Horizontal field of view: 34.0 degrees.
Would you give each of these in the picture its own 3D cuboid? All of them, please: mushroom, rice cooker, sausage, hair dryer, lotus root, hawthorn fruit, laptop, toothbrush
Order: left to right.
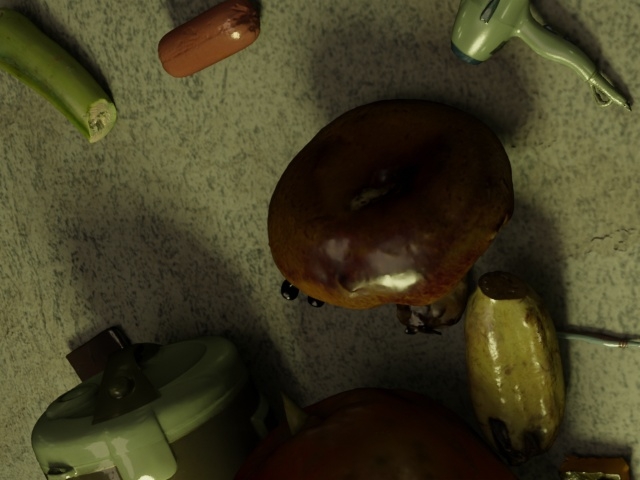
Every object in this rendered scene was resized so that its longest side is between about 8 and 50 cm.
[{"bbox_3d":[-0.317,0.247,1.700,0.154,0.026,0.207,-32,93,40],"label":"laptop"},{"bbox_3d":[-0.213,0.301,1.466,0.335,0.335,0.325,-14,104,40],"label":"rice cooker"},{"bbox_3d":[-0.137,-0.249,1.288,0.154,0.062,0.062,-18,101,40],"label":"sausage"},{"bbox_3d":[0.054,0.348,1.240,0.403,0.403,0.402,17,121,29],"label":"hawthorn fruit"},{"bbox_3d":[0.073,-0.032,1.169,0.267,0.267,0.254,42,164,12],"label":"mushroom"},{"bbox_3d":[0.221,0.144,1.190,0.110,0.097,0.258,-8,121,5],"label":"lotus root"},{"bbox_3d":[0.239,-0.230,1.034,0.199,0.067,0.167,23,119,13],"label":"hair dryer"},{"bbox_3d":[0.312,0.113,1.173,0.193,0.013,0.019,9,126,33],"label":"toothbrush"}]

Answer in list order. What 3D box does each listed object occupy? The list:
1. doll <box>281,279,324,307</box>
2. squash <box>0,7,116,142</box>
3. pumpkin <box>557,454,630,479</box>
[{"bbox_3d":[0.000,0.000,1.314,0.096,0.070,0.195,14,128,-5],"label":"doll"},{"bbox_3d":[-0.389,-0.241,1.472,0.250,0.083,0.083,39,130,10],"label":"squash"},{"bbox_3d":[0.326,0.294,1.229,0.083,0.054,0.074,-6,113,33],"label":"pumpkin"}]
